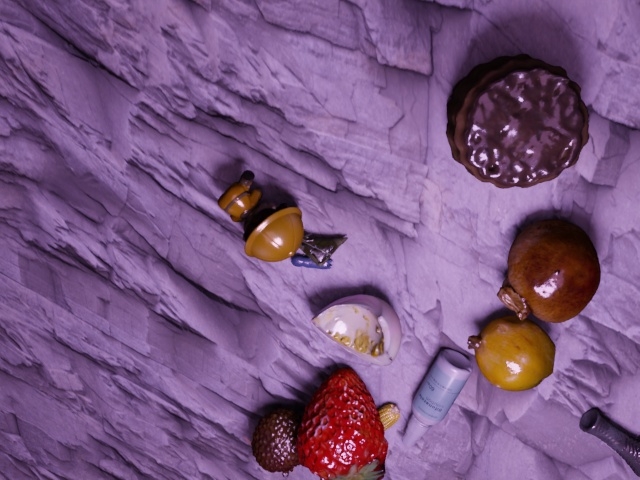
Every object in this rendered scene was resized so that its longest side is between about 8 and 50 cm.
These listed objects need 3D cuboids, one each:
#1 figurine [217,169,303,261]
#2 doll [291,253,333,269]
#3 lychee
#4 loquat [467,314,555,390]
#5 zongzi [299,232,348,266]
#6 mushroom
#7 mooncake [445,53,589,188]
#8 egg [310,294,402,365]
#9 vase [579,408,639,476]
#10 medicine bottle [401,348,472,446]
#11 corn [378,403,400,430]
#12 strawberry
[{"bbox_3d":[-0.165,-0.051,1.525,0.257,0.167,0.192,38,125,-7],"label":"figurine"},{"bbox_3d":[-0.024,0.064,1.631,0.125,0.027,0.037,6,114,1],"label":"doll"},{"bbox_3d":[-0.125,0.659,1.807,0.200,0.200,0.238,-6,106,9],"label":"lychee"},{"bbox_3d":[0.529,0.314,1.576,0.246,0.213,0.213,17,114,-4],"label":"loquat"},{"bbox_3d":[0.000,0.000,1.593,0.109,0.055,0.119,43,92,2],"label":"zongzi"},{"bbox_3d":[0.608,0.095,1.478,0.263,0.195,0.283,37,112,-15],"label":"mushroom"},{"bbox_3d":[0.466,-0.281,1.341,0.324,0.187,0.324,2,112,4],"label":"mooncake"},{"bbox_3d":[0.132,0.242,1.617,0.271,0.161,0.206,18,154,34],"label":"egg"},{"bbox_3d":[0.919,0.617,1.713,0.237,0.115,0.115,36,112,-5],"label":"vase"},{"bbox_3d":[0.345,0.503,1.724,0.110,0.110,0.351,22,113,-2],"label":"medicine bottle"},{"bbox_3d":[0.179,0.601,1.809,0.067,0.067,0.206,40,112,-10],"label":"corn"},{"bbox_3d":[0.054,0.582,1.694,0.292,0.310,0.291,-14,137,-13],"label":"strawberry"}]
